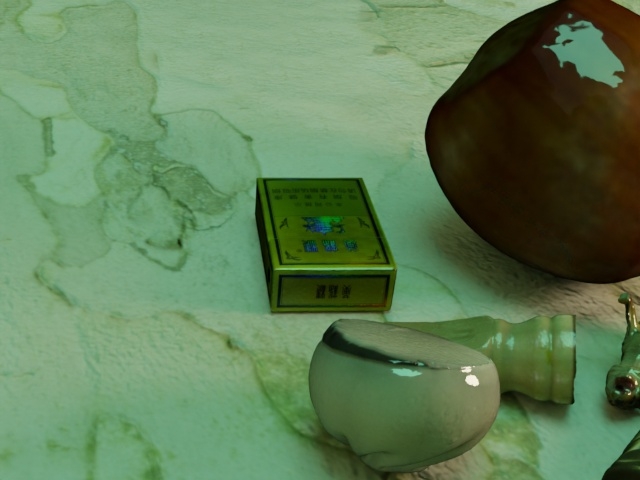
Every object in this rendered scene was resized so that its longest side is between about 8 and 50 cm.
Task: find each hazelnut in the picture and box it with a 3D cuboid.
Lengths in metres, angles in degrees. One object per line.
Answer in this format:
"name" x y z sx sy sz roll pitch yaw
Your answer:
"hazelnut" 0.314 -0.117 1.179 0.365 0.366 0.366 4 31 -3

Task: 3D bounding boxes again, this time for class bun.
"bun" 0.071 0.146 0.870 0.172 0.120 0.173 10 4 -1

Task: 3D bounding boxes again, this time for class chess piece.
"chess piece" 0.156 0.117 0.986 0.200 0.090 0.090 1 29 13

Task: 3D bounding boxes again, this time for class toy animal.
"toy animal" 0.355 0.097 1.032 0.056 0.099 0.241 9 23 35

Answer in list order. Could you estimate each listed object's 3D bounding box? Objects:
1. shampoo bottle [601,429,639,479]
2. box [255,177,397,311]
"shampoo bottle" 0.398 0.170 0.924 0.350 0.084 0.125 -20 41 -35
"box" 0.000 0.000 1.156 0.140 0.064 0.220 0 29 -10
